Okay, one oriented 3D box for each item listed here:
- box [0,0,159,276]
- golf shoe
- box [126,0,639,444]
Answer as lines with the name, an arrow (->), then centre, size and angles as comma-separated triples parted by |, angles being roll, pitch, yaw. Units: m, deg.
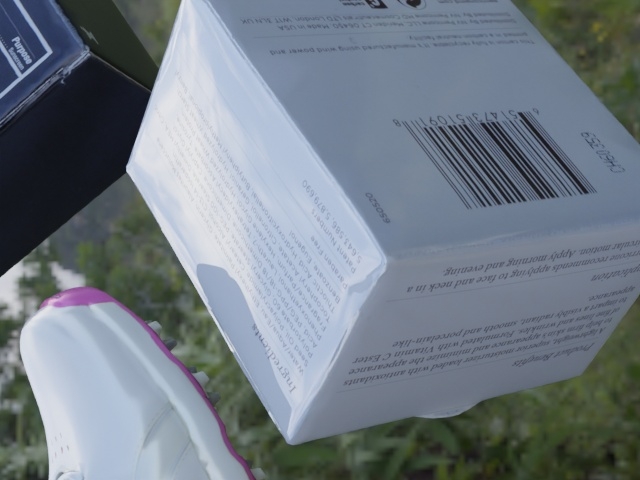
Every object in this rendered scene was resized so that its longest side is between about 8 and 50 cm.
box -> -0.312, -0.132, 1.093 | 0.296, 0.294, 0.183 | 55, -169, 21
golf shoe -> -0.082, 0.166, 0.621 | 0.306, 0.140, 0.115 | 63, 149, 13
box -> 0.035, -0.023, 0.644 | 0.182, 0.181, 0.119 | 56, 137, 32
